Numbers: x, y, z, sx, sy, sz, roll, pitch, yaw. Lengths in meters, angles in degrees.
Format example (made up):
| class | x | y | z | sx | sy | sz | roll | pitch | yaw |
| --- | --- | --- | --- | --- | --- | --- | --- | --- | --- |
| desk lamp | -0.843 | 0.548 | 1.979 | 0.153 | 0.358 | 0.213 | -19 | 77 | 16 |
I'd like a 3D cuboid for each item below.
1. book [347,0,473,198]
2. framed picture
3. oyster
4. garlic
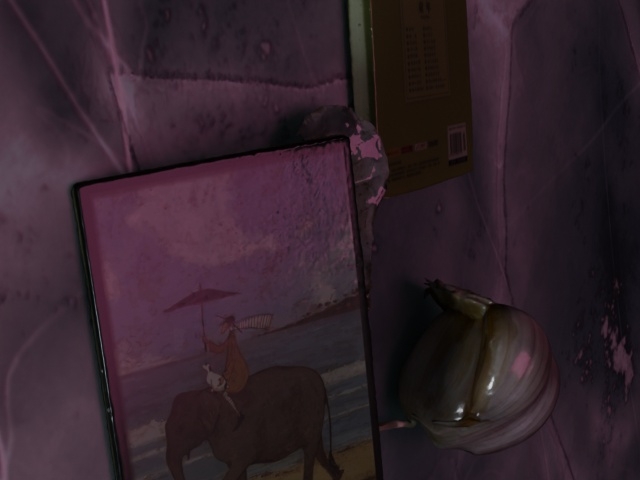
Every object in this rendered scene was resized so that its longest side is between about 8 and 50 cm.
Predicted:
| class | x | y | z | sx | sy | sz | roll | pitch | yaw |
| --- | --- | --- | --- | --- | --- | --- | --- | --- | --- |
| book | 0.104 | -0.233 | 1.260 | 0.239 | 0.035 | 0.352 | -17 | 106 | -55 |
| framed picture | -0.066 | 0.097 | 0.983 | 0.265 | 0.016 | 0.346 | -12 | 103 | -32 |
| oyster | 0.003 | 0.000 | 1.087 | 0.199 | 0.087 | 0.252 | -14 | 101 | -49 |
| garlic | 0.133 | 0.132 | 1.260 | 0.257 | 0.207 | 0.207 | -3 | 95 | -19 |
